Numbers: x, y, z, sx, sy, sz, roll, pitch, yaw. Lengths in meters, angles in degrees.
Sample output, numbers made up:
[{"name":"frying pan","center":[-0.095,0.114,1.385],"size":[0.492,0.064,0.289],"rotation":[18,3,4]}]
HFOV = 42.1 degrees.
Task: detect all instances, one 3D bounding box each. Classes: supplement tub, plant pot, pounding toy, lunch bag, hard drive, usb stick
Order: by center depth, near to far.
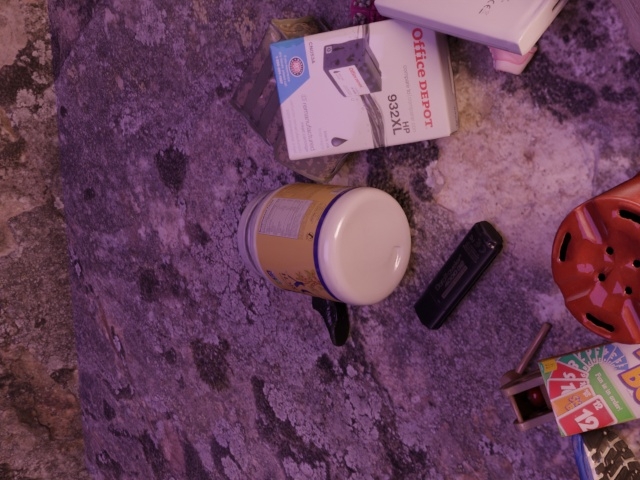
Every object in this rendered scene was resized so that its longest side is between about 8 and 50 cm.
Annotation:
[{"name":"plant pot","center":[0.481,0.014,1.164],"size":[0.272,0.265,0.272],"rotation":[21,118,46]},{"name":"hard drive","center":[0.260,-0.420,1.357],"size":[0.307,0.203,0.040],"rotation":[30,167,41]},{"name":"pounding toy","center":[0.391,0.229,1.436],"size":[0.269,0.154,0.155],"rotation":[-29,80,50]},{"name":"usb stick","center":[0.265,0.073,1.622],"size":[0.077,0.045,0.278],"rotation":[59,140,29]},{"name":"lunch bag","center":[-0.024,-0.289,1.753],"size":[0.287,0.169,0.235],"rotation":[50,132,16]},{"name":"supplement tub","center":[0.000,0.000,1.760],"size":[0.331,0.241,0.241],"rotation":[8,108,49]}]

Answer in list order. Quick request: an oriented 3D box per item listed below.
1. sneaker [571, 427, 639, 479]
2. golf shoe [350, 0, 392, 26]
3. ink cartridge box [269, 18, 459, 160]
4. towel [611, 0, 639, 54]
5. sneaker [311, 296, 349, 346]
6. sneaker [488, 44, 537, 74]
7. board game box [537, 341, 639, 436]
[{"name":"sneaker","center":[0.480,0.479,1.437],"size":[0.147,0.130,0.330],"rotation":[-11,94,49]},{"name":"golf shoe","center":[0.130,-0.507,1.549],"size":[0.115,0.140,0.306],"rotation":[17,144,6]},{"name":"ink cartridge box","center":[0.084,-0.281,1.534],"size":[0.307,0.129,0.223],"rotation":[-7,99,18]},{"name":"towel","center":[0.477,-0.275,1.145],"size":[0.049,0.187,0.282],"rotation":[-28,77,12]},{"name":"sneaker","center":[0.018,0.160,1.948],"size":[0.089,0.051,0.170],"rotation":[4,101,50]},{"name":"sneaker","center":[0.303,-0.332,1.428],"size":[0.134,0.051,0.070],"rotation":[41,126,29]},{"name":"board game box","center":[0.485,0.214,1.295],"size":[0.259,0.039,0.124],"rotation":[-17,86,11]}]
